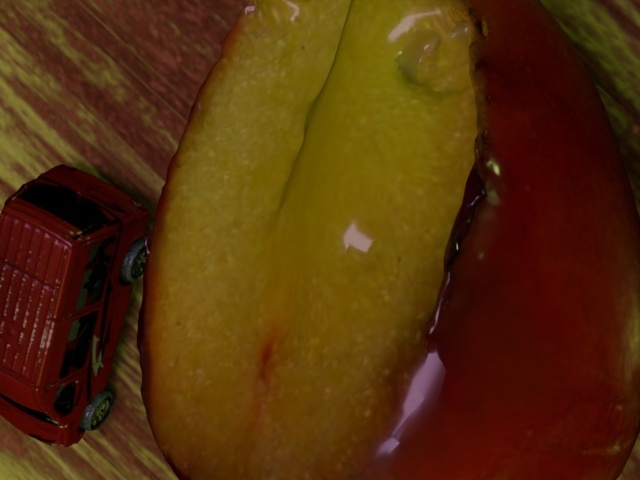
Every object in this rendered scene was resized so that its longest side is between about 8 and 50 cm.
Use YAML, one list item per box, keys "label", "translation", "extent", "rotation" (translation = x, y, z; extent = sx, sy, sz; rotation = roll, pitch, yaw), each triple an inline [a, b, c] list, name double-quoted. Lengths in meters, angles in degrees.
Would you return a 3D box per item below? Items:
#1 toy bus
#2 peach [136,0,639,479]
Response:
- label: "toy bus"
  translation: [-0.177, 0.054, 1.058]
  extent: [0.081, 0.089, 0.195]
  rotation: [27, 119, 17]
- label: "peach"
  translation: [0.035, 0.001, 0.817]
  extent: [0.281, 0.281, 0.338]
  rotation: [-4, 110, 28]
